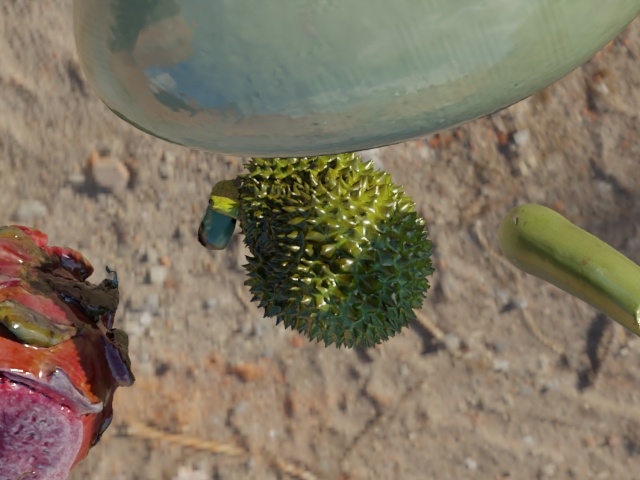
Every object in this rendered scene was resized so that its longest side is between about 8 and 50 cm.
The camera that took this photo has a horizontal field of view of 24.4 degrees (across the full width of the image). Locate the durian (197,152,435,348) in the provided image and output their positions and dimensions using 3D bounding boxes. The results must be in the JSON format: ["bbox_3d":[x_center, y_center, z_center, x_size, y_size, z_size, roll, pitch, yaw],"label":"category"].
[{"bbox_3d":[0.013,-0.004,1.239,0.159,0.198,0.146,-18,154,-45],"label":"durian"}]

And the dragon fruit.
[{"bbox_3d":[-0.328,0.114,1.454,0.250,0.291,0.269,26,109,-33],"label":"dragon fruit"}]

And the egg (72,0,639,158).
[{"bbox_3d":[0.026,-0.149,0.612,0.295,0.218,0.218,-33,126,-1],"label":"egg"}]

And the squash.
[{"bbox_3d":[0.300,0.031,1.687,0.083,0.250,0.083,-25,132,-32],"label":"squash"}]
